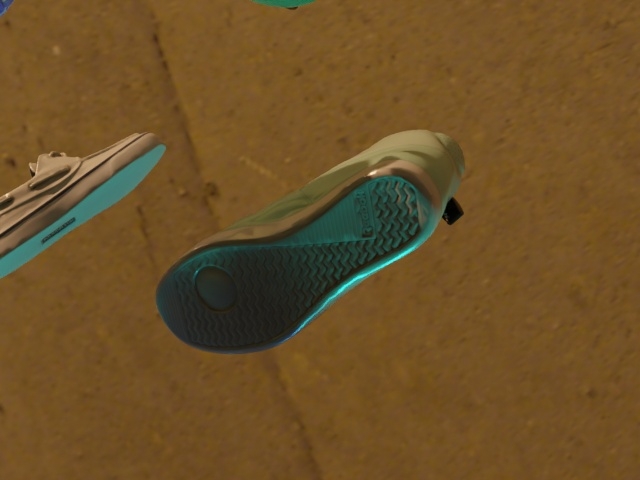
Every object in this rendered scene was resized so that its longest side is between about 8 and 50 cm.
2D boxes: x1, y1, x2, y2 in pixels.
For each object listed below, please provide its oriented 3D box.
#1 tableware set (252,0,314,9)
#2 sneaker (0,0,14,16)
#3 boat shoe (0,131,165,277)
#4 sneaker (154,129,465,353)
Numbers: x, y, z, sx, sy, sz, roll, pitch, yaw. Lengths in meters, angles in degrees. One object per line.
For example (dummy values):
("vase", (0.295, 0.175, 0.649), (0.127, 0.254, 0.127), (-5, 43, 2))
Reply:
("tableware set", (-0.082, -0.195, 0.976), (0.128, 0.194, 0.039), (141, 144, -63))
("sneaker", (-0.323, -0.242, 1.141), (0.095, 0.236, 0.104), (-31, 43, 51))
("boat shoe", (-0.307, -0.059, 1.735), (0.088, 0.267, 0.096), (51, 168, 10))
("sneaker", (0.001, 0.000, 1.133), (0.256, 0.151, 0.094), (-26, 98, 27))
